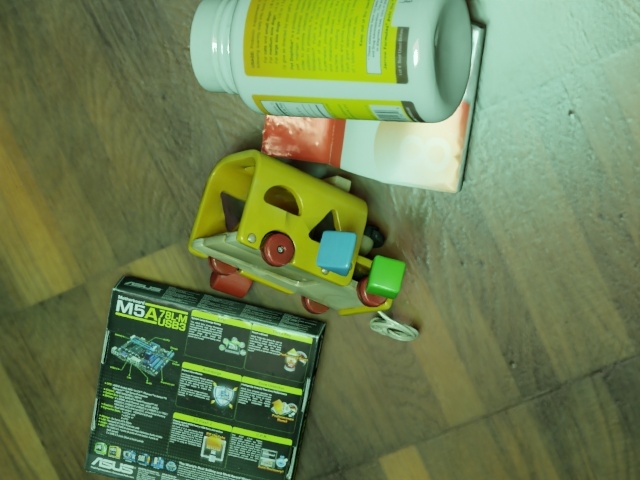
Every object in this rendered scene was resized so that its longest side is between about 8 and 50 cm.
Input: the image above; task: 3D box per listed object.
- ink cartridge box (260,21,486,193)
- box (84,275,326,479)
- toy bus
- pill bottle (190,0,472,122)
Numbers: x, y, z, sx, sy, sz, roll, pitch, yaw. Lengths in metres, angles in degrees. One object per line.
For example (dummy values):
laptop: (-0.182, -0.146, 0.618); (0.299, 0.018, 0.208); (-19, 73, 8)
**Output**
ink cartridge box: (0.042, -0.126, 1.557); (0.179, 0.045, 0.145); (8, 104, 4)
box: (-0.105, 0.140, 1.637); (0.191, 0.045, 0.184); (12, 106, 6)
toy bus: (-0.007, -0.005, 1.557); (0.191, 0.202, 0.104); (11, 74, 13)
pill bottle: (0.007, -0.158, 1.491); (0.215, 0.117, 0.117); (5, 104, 23)
